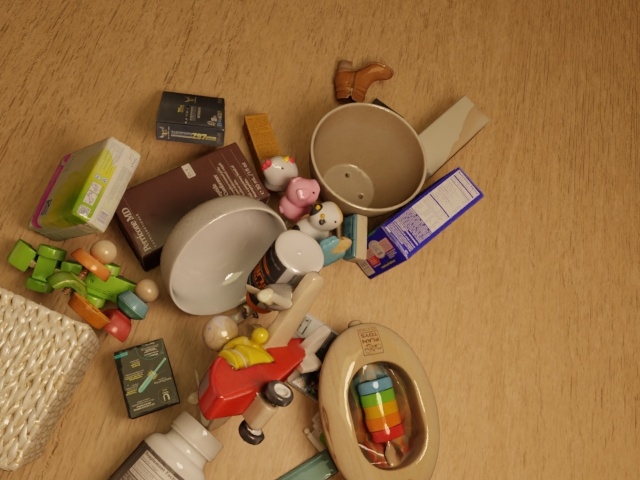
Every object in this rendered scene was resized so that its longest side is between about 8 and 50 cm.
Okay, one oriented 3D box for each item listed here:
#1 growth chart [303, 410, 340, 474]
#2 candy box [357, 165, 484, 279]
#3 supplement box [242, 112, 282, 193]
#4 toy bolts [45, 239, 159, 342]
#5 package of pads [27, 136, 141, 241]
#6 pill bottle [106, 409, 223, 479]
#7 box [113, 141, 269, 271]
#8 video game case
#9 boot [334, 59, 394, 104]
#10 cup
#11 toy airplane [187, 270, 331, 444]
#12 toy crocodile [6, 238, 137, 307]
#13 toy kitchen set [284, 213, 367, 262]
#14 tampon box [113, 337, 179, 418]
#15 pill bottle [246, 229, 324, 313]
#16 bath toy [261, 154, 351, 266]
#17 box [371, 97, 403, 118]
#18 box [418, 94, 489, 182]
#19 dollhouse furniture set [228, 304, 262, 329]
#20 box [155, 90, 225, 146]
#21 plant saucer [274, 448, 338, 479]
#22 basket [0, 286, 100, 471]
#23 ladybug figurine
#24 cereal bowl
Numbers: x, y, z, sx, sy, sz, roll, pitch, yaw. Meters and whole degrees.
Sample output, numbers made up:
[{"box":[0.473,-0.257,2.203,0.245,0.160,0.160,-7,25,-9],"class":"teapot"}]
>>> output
[{"box":[0.072,0.478,1.443,0.172,0.021,0.237,41,67,1],"class":"growth chart"},{"box":[0.264,-0.047,1.544,0.317,0.268,0.122,-36,88,-23],"class":"candy box"},{"box":[-0.164,-0.261,1.618,0.080,0.078,0.233,-17,76,-19],"class":"supplement box"},{"box":[-0.477,0.120,1.265,0.158,0.218,0.228,-49,131,-15],"class":"toy bolts"},{"box":[-0.589,-0.125,1.354,0.101,0.297,0.229,37,60,-39],"class":"package of pads"},{"box":[-0.373,0.550,1.219,0.176,0.176,0.318,42,66,3],"class":"pill bottle"},{"box":[-0.352,-0.097,1.480,0.381,0.143,0.191,-30,80,-20],"class":"box"},{"box":[-0.024,0.315,1.476,0.173,0.022,0.190,34,66,0],"class":"video game case"},{"box":[0.143,-0.510,1.790,0.197,0.073,0.152,4,68,0],"class":"boot"},{"box":[0.109,-0.195,1.575,0.331,0.237,0.331,4,70,-12],"class":"cup"},{"box":[-0.147,0.263,1.270,0.272,0.384,0.386,36,65,9],"class":"toy airplane"},{"box":[-0.616,0.087,1.371,0.341,0.105,0.115,19,90,-10],"class":"toy crocodile"},{"box":[0.000,0.000,1.482,0.166,0.207,0.122,12,72,-31],"class":"toy kitchen set"},{"box":[-0.422,0.338,1.323,0.121,0.101,0.161,-15,76,-18],"class":"tampon box"},{"box":[-0.101,0.091,1.344,0.130,0.245,0.130,18,49,-21],"class":"pill bottle"},{"box":[-0.052,-0.100,1.429,0.151,0.129,0.348,-36,64,8],"class":"bath toy"},{"box":[0.185,-0.377,1.773,0.116,0.029,0.162,35,65,0],"class":"box"},{"box":[0.380,-0.310,1.737,0.311,0.148,0.121,-42,85,-22],"class":"box"},{"box":[-0.198,0.237,1.436,0.081,0.091,0.114,-21,80,-4],"class":"dollhouse furniture set"},{"box":[-0.365,-0.350,1.545,0.184,0.059,0.232,3,34,-12],"class":"box"},{"box":[-0.049,0.601,1.358,0.192,0.018,0.067,-26,82,-15],"class":"plant saucer"},{"box":[-0.675,0.292,1.162,0.266,0.331,0.328,26,67,-10],"class":"basket"},{"box":[0.134,0.425,1.374,0.305,0.162,0.449,-6,76,-19],"class":"ladybug figurine"},{"box":[-0.255,0.020,1.378,0.339,0.339,0.141,-28,53,-21],"class":"cereal bowl"}]
